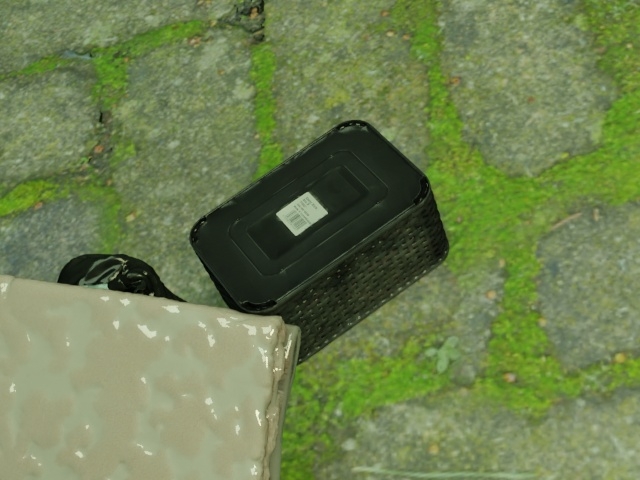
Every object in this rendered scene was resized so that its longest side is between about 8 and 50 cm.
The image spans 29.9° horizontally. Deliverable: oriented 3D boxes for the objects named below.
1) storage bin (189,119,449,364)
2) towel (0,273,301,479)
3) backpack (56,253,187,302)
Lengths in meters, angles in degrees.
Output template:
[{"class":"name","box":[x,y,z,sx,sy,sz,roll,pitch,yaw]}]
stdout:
[{"class":"storage bin","box":[0.000,0.000,0.979,0.180,0.084,0.122,-34,50,-10]},{"class":"towel","box":[-0.179,0.192,0.811,0.317,0.053,0.332,6,86,21]},{"class":"backpack","box":[-0.164,0.117,0.919,0.115,0.152,0.182,-4,64,24]}]
